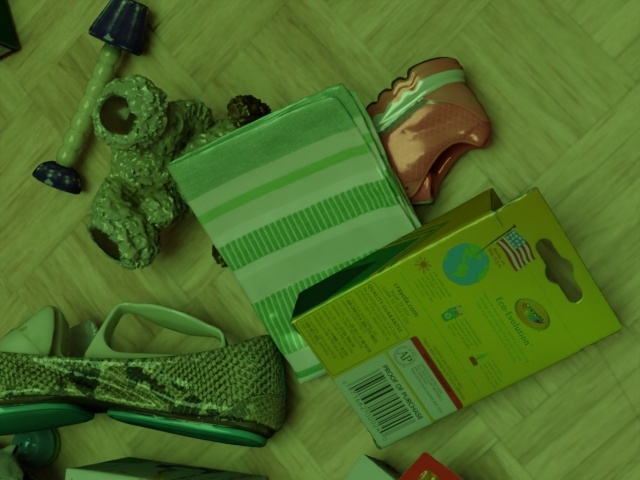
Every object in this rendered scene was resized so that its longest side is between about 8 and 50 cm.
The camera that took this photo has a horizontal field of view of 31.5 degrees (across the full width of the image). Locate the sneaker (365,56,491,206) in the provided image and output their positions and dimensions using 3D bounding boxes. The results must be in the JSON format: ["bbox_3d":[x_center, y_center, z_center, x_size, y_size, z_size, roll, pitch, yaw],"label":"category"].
[{"bbox_3d":[0.069,-0.080,1.365,0.314,0.116,0.136,-39,75,15],"label":"sneaker"}]

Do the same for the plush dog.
[{"bbox_3d":[-0.156,-0.095,1.445,0.225,0.210,0.262,16,121,8],"label":"plush dog"}]

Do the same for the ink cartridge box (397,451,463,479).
[{"bbox_3d":[0.147,0.371,1.282,0.225,0.056,0.181,38,103,-15],"label":"ink cartridge box"}]

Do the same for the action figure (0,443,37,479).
[{"bbox_3d":[-0.426,0.426,1.489,0.341,0.178,0.330,26,115,34],"label":"action figure"}]

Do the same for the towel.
[{"bbox_3d":[0.000,0.000,1.348,0.248,0.038,0.325,-24,108,18],"label":"towel"}]

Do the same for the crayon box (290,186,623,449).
[{"bbox_3d":[0.153,0.082,1.294,0.318,0.081,0.202,-29,106,18],"label":"crayon box"}]

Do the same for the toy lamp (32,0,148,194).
[{"bbox_3d":[-0.308,-0.200,1.543,0.080,0.080,0.274,25,97,21],"label":"toy lamp"}]

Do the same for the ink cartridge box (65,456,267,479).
[{"bbox_3d":[-0.192,0.333,1.421,0.212,0.154,0.093,5,87,23],"label":"ink cartridge box"}]

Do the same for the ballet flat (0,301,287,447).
[{"bbox_3d":[-0.280,0.168,1.450,0.483,0.164,0.182,0,71,6],"label":"ballet flat"}]

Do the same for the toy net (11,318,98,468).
[{"bbox_3d":[-0.374,0.198,1.565,0.122,0.045,0.232,38,99,23],"label":"toy net"}]

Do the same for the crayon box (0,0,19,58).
[{"bbox_3d":[-0.653,-0.361,1.677,0.363,0.106,0.313,-22,78,19],"label":"crayon box"}]

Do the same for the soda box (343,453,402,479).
[{"bbox_3d":[0.026,0.365,1.354,0.074,0.069,0.216,36,90,30],"label":"soda box"}]
